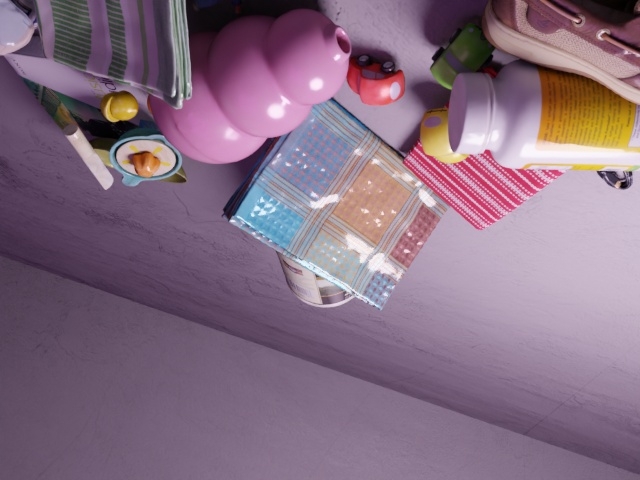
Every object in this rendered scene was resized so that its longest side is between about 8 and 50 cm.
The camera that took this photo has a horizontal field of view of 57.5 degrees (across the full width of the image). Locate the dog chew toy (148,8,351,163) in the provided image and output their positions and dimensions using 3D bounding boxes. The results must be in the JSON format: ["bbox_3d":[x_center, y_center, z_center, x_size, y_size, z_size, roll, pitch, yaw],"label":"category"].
[{"bbox_3d":[-0.101,-0.239,0.876,0.331,0.207,0.206,-13,140,35],"label":"dog chew toy"}]

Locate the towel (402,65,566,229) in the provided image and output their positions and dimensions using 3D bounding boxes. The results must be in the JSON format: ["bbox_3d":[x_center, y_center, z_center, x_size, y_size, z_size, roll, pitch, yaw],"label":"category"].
[{"bbox_3d":[0.259,-0.133,0.934,0.199,0.031,0.275,42,154,3],"label":"towel"}]

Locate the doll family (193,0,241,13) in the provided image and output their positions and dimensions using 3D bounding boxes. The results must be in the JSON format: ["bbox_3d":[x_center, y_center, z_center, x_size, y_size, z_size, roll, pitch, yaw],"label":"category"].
[{"bbox_3d":[-0.164,-0.386,0.766,0.111,0.076,0.193,-7,149,35],"label":"doll family"}]

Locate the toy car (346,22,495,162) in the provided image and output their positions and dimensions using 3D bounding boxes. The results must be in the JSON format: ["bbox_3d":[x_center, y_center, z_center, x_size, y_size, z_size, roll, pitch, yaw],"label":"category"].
[{"bbox_3d":[0.158,-0.217,0.834,0.239,0.053,0.225,38,151,-6],"label":"toy car"}]

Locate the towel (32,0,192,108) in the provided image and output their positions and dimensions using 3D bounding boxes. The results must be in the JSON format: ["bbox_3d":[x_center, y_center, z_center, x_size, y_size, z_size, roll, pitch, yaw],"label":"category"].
[{"bbox_3d":[-0.307,-0.336,0.810,0.324,0.038,0.248,24,129,29],"label":"towel"}]

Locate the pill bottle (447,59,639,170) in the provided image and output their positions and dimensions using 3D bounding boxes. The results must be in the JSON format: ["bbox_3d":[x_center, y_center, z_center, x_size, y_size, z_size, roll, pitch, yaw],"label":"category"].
[{"bbox_3d":[0.294,-0.159,0.741,0.245,0.136,0.136,1,153,0],"label":"pill bottle"}]

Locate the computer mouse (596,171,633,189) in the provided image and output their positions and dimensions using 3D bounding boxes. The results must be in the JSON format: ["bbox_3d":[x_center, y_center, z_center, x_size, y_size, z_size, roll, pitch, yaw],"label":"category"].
[{"bbox_3d":[0.393,-0.135,0.896,0.242,0.041,0.071,28,152,-18],"label":"computer mouse"}]

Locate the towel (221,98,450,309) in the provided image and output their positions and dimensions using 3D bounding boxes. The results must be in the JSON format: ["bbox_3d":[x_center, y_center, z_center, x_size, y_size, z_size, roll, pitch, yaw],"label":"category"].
[{"bbox_3d":[0.047,-0.061,1.051,0.370,0.271,0.040,33,-179,-26],"label":"towel"}]

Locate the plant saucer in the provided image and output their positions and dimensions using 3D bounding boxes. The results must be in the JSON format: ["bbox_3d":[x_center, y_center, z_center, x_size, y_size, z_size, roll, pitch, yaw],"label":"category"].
[{"bbox_3d":[-0.413,-0.181,1.307,0.241,0.037,0.241,13,174,1],"label":"plant saucer"}]

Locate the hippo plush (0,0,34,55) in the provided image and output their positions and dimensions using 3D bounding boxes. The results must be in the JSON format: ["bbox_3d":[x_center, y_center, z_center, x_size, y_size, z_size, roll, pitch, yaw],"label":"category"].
[{"bbox_3d":[-0.616,-0.367,0.877,0.236,0.234,0.294,13,133,43],"label":"hippo plush"}]

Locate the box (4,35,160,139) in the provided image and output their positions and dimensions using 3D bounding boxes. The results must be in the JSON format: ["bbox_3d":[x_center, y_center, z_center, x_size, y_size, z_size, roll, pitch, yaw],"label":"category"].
[{"bbox_3d":[-0.425,-0.285,1.155,0.322,0.058,0.232,13,154,15],"label":"box"}]

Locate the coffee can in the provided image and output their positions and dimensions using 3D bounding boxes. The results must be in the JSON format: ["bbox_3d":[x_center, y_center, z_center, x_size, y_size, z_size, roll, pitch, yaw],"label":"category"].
[{"bbox_3d":[0.000,0.000,1.253,0.201,0.202,0.275,13,154,13],"label":"coffee can"}]

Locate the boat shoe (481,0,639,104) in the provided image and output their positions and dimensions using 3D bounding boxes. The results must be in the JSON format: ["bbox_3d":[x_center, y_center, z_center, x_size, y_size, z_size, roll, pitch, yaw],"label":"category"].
[{"bbox_3d":[0.355,-0.240,0.634,0.342,0.123,0.123,22,156,10],"label":"boat shoe"}]

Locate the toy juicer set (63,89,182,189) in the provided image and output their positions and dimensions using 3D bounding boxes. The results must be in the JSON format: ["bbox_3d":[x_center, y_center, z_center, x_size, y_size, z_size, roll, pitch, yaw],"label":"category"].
[{"bbox_3d":[-0.352,-0.178,1.093,0.329,0.090,0.209,-18,149,19],"label":"toy juicer set"}]

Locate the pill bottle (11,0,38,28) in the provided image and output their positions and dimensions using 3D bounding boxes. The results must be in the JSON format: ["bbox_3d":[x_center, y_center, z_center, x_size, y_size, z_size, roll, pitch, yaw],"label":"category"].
[{"bbox_3d":[-0.493,-0.394,0.977,0.067,0.067,0.120,36,150,-31],"label":"pill bottle"}]
